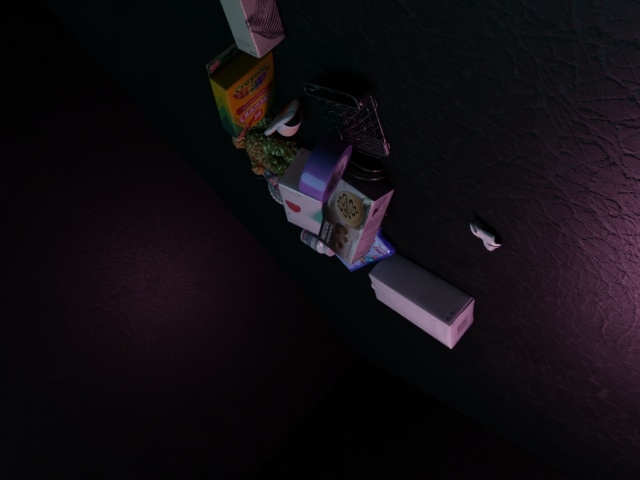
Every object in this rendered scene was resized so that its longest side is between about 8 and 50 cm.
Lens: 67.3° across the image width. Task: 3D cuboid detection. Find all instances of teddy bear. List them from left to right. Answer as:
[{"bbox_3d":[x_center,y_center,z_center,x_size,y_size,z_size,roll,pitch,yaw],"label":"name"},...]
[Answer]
[{"bbox_3d":[-0.222,-0.363,1.834,0.338,0.113,0.245,50,142,7],"label":"teddy bear"}]

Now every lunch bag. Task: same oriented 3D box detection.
[{"bbox_3d":[0.161,-0.016,1.930,0.221,0.138,0.293,48,151,-11],"label":"lunch bag"}]

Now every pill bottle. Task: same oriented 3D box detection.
[{"bbox_3d":[0.000,0.000,2.336,0.180,0.108,0.108,32,160,35],"label":"pill bottle"}]

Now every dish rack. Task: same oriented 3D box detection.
[{"bbox_3d":[0.084,-0.335,1.350,0.208,0.074,0.271,32,160,40],"label":"dish rack"}]

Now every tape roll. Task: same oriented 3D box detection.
[{"bbox_3d":[0.016,-0.210,1.403,0.080,0.188,0.189,27,161,8],"label":"tape roll"}]

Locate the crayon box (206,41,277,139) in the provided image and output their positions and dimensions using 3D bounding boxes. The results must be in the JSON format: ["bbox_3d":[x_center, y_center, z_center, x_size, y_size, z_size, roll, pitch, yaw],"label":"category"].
[{"bbox_3d":[-0.240,-0.485,1.525,0.081,0.202,0.318,40,164,13],"label":"crayon box"}]

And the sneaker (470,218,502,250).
[{"bbox_3d":[0.456,-0.021,1.320,0.109,0.040,0.044,43,148,-11],"label":"sneaker"}]

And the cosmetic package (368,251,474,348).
[{"bbox_3d":[0.390,0.224,1.876,0.385,0.156,0.217,35,162,32],"label":"cosmetic package"}]

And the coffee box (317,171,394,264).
[{"bbox_3d":[0.111,-0.085,1.629,0.168,0.119,0.297,39,138,22],"label":"coffee box"}]

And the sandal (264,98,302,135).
[{"bbox_3d":[-0.111,-0.398,1.630,0.076,0.101,0.265,36,165,-18],"label":"sandal"}]

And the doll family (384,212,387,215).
[{"bbox_3d":[0.150,-0.123,1.735,0.193,0.076,0.111,38,166,31],"label":"doll family"}]

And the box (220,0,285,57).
[{"bbox_3d":[-0.187,-0.620,1.227,0.094,0.113,0.275,35,163,27],"label":"box"}]

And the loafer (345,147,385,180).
[{"bbox_3d":[0.104,-0.249,1.502,0.220,0.080,0.078,24,114,19],"label":"loafer"}]

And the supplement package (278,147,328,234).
[{"bbox_3d":[-0.026,-0.171,1.790,0.178,0.175,0.293,25,159,15],"label":"supplement package"}]

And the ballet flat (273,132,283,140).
[{"bbox_3d":[-0.213,-0.421,1.896,0.173,0.049,0.057,42,165,8],"label":"ballet flat"}]

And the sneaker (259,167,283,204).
[{"bbox_3d":[-0.182,-0.267,2.086,0.299,0.121,0.112,51,161,-21],"label":"sneaker"}]
